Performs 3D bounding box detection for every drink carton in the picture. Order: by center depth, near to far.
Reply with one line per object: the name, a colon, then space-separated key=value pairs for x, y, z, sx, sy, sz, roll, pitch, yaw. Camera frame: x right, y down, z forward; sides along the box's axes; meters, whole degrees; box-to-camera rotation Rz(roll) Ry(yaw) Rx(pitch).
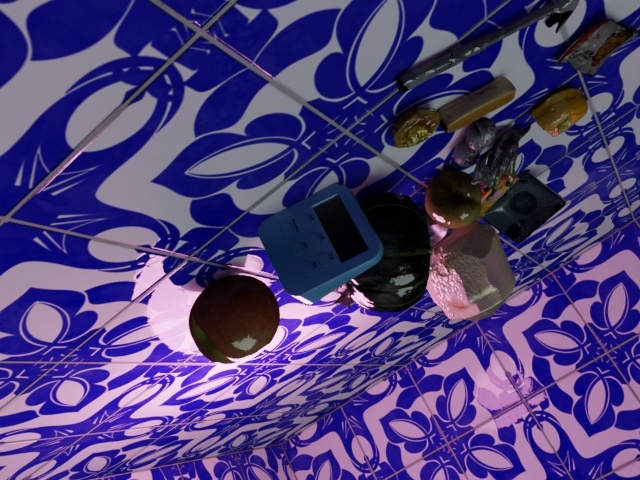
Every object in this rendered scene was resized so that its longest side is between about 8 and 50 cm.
drink carton: x=0.498 y=-0.143 z=2.032 sx=0.096 sy=0.071 sz=0.223 roll=-5 pitch=148 yaw=-39

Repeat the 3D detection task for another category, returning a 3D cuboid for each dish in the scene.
dish: x=0.294 y=-0.033 z=2.015 sx=0.236 sy=0.086 sz=0.228 roll=1 pitch=142 yaw=-48
dish: x=0.683 y=-0.124 z=2.221 sx=0.243 sy=0.181 sz=0.080 roll=-50 pitch=-173 yaw=43

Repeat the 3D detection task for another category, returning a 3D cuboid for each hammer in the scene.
hammer: x=0.346 y=-0.420 z=1.354 sx=0.426 sy=0.044 sz=0.152 roll=-26 pitch=157 yaw=-3

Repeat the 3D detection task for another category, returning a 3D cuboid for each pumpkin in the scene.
pumpkin: x=0.172 y=0.032 z=1.729 sx=0.241 sy=0.324 sz=0.323 roll=-3 pitch=153 yaw=-3

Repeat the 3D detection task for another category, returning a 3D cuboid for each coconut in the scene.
coconut: x=0.485 y=0.118 z=2.175 sx=0.297 sy=0.310 sz=0.297 roll=-26 pitch=-171 yaw=5

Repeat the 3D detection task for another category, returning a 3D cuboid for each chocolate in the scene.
chocolate: x=0.399 y=-0.254 z=1.699 sx=0.072 sy=0.072 sz=0.167 roll=-15 pitch=152 yaw=-28

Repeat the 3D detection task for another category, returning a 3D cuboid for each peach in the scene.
peach: x=-0.227 y=0.210 z=1.767 sx=0.252 sy=0.253 sz=0.252 roll=-23 pitch=156 yaw=-11

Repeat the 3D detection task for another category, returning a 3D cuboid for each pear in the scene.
pear: x=0.373 y=-0.116 z=1.838 sx=0.167 sy=0.167 sz=0.136 roll=-29 pitch=164 yaw=2

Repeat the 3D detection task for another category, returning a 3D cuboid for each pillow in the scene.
pillow: x=0.118 y=0.183 z=2.307 sx=0.150 sy=0.048 sz=0.090 roll=-46 pitch=159 yaw=26

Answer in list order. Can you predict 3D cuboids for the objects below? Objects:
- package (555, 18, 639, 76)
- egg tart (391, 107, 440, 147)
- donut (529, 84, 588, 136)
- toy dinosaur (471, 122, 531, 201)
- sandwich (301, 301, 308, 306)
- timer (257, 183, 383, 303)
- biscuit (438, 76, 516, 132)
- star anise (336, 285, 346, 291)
package: x=0.681 y=-0.474 z=1.614 sx=0.239 sy=0.030 sz=0.154 roll=-3 pitch=148 yaw=-45
egg tart: x=0.212 y=-0.263 z=1.504 sx=0.130 sy=0.052 sz=0.130 roll=-25 pitch=158 yaw=-11
donut: x=0.661 y=-0.349 z=1.792 sx=0.146 sy=0.078 sz=0.181 roll=-36 pitch=157 yaw=23
toy dinosaur: x=0.492 y=-0.211 z=1.793 sx=0.294 sy=0.077 sz=0.162 roll=-51 pitch=149 yaw=-39
sandwich: x=-0.016 y=0.076 z=1.781 sx=0.159 sy=0.185 sz=0.109 roll=-22 pitch=164 yaw=-5
timer: x=0.000 y=0.000 z=1.585 sx=0.249 sy=0.232 sz=0.091 roll=-33 pitch=153 yaw=8
biscuit: x=0.366 y=-0.321 z=1.550 sx=0.187 sy=0.056 sz=0.052 roll=-27 pitch=154 yaw=0
star anise: x=0.055 y=0.114 z=2.089 sx=0.171 sy=0.063 sz=0.208 roll=-20 pitch=159 yaw=-9
